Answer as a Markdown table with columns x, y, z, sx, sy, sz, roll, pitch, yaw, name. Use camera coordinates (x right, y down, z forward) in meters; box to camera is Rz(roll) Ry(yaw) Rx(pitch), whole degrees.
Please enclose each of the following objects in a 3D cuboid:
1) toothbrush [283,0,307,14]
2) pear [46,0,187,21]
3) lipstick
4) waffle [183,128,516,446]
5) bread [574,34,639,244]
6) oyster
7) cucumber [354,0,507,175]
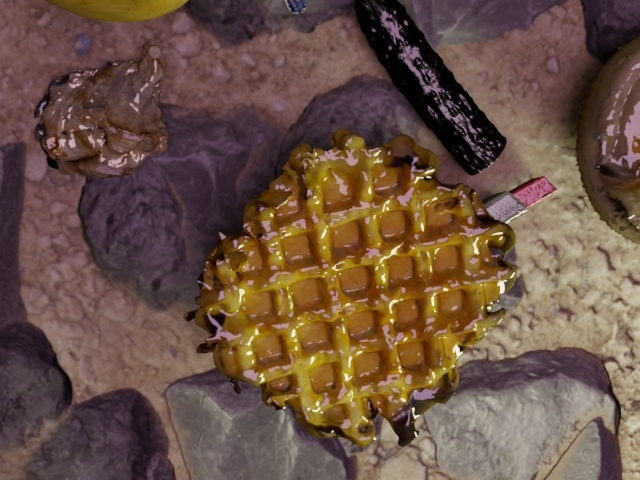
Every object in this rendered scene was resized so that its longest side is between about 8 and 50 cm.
| x | y | z | sx | sy | sz | roll | pitch | yaw | name |
| --- | --- | --- | --- | --- | --- | --- | --- | --- | --- |
| -0.111 | -0.466 | 1.295 | 0.042 | 0.040 | 0.418 | -25 | 100 | -3 | toothbrush |
| -0.231 | -0.390 | 1.153 | 0.314 | 0.314 | 0.314 | -2 | 102 | -10 | pear |
| 0.171 | -0.003 | 1.434 | 0.312 | 0.051 | 0.051 | -31 | 104 | -5 | lipstick |
| 0.045 | 0.061 | 1.339 | 0.379 | 0.095 | 0.382 | 35 | 96 | -22 | waffle |
| 0.462 | -0.138 | 1.401 | 0.305 | 0.159 | 0.305 | -3 | 103 | -13 | bread |
| -0.256 | -0.157 | 1.309 | 0.163 | 0.081 | 0.191 | 24 | 93 | -10 | oyster |
| 0.131 | -0.208 | 1.373 | 0.072 | 0.072 | 0.300 | -41 | 105 | 0 | cucumber |
